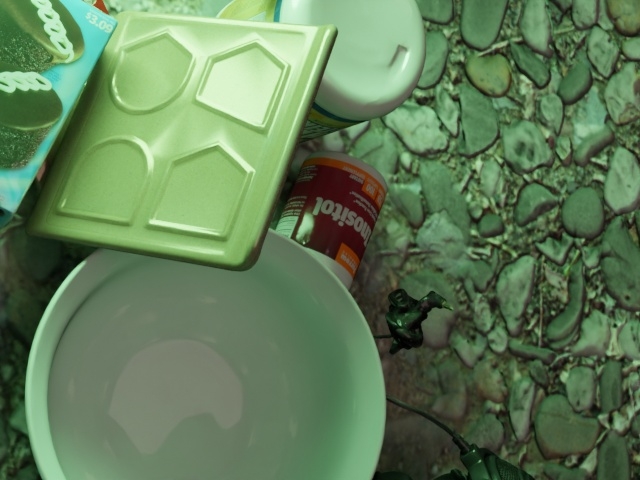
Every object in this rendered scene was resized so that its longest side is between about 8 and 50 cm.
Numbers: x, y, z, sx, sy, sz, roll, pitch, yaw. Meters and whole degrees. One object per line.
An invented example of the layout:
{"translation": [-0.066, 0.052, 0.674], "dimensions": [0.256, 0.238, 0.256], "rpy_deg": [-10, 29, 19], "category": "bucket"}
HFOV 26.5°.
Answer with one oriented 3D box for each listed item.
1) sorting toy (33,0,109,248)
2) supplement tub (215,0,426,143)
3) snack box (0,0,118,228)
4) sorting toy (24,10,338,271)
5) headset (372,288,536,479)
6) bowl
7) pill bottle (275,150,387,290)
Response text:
{"translation": [-0.200, -0.085, 1.164], "dimensions": [0.132, 0.046, 0.274], "rpy_deg": [-31, 101, -33], "category": "sorting toy"}
{"translation": [-0.017, -0.162, 1.207], "dimensions": [0.144, 0.200, 0.144], "rpy_deg": [6, 80, -33], "category": "supplement tub"}
{"translation": [-0.339, -0.168, 1.037], "dimensions": [0.322, 0.060, 0.187], "rpy_deg": [29, 67, -14], "category": "snack box"}
{"translation": [-0.094, -0.124, 1.090], "dimensions": [0.041, 0.229, 0.307], "rpy_deg": [47, 56, -53], "category": "sorting toy"}
{"translation": [0.098, 0.249, 1.233], "dimensions": [0.243, 0.185, 0.394], "rpy_deg": [-7, 103, 5], "category": "headset"}
{"translation": [-0.104, 0.137, 1.126], "dimensions": [0.298, 0.134, 0.297], "rpy_deg": [5, 74, -19], "category": "bowl"}
{"translation": [0.000, 0.000, 1.264], "dimensions": [0.086, 0.086, 0.152], "rpy_deg": [32, 67, -26], "category": "pill bottle"}
